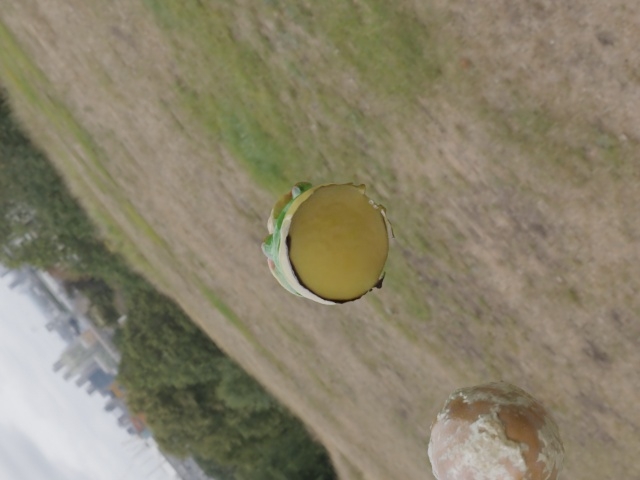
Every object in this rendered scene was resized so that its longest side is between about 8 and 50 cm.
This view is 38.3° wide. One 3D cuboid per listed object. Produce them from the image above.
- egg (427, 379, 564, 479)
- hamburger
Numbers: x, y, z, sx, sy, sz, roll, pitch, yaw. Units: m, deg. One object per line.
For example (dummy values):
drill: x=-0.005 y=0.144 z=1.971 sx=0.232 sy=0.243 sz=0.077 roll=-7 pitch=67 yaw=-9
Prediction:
egg: x=0.248 y=0.297 z=1.315 sx=0.195 sy=0.195 sz=0.233 roll=47 pitch=179 yaw=12
hamburger: x=0.000 y=0.000 z=1.645 sx=0.237 sy=0.237 sz=0.149 roll=56 pitch=158 yaw=-19
